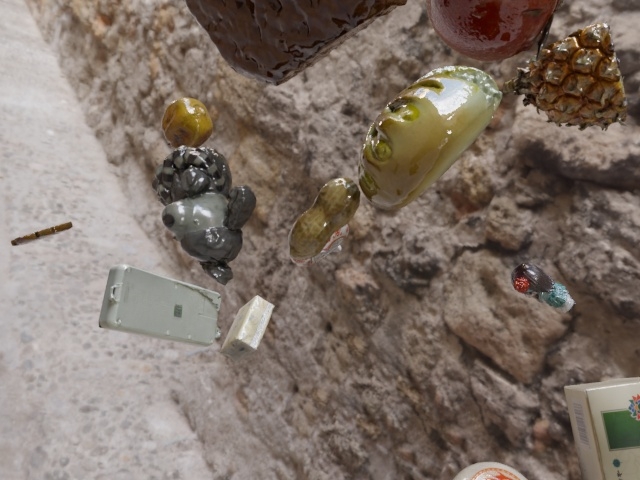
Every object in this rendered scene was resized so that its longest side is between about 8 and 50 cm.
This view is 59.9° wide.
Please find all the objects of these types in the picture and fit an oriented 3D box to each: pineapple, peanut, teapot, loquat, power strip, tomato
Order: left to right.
[{"bbox_3d":[-0.205,0.090,0.738,0.035,0.081,0.192,-7,-20,33],"label":"power strip"},{"bbox_3d":[-0.334,-0.286,1.381,0.137,0.137,0.113,31,21,24],"label":"loquat"},{"bbox_3d":[0.000,0.000,1.346,0.116,0.159,0.245,42,17,16],"label":"teapot"},{"bbox_3d":[0.005,-0.039,1.076,0.089,0.193,0.089,42,9,-9],"label":"peanut"},{"bbox_3d":[0.333,-0.492,1.083,0.309,0.309,0.170,27,32,14],"label":"tomato"},{"bbox_3d":[0.616,-0.349,1.412,0.286,0.209,0.344,-11,-20,32],"label":"pineapple"}]

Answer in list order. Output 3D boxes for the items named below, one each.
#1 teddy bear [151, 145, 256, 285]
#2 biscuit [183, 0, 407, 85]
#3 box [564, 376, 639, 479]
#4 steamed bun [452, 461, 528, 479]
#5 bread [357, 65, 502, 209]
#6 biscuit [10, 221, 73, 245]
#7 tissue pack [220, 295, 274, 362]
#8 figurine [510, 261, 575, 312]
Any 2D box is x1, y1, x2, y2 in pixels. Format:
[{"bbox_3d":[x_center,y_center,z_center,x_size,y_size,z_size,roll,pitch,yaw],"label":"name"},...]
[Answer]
[{"bbox_3d":[-0.200,-0.064,0.956,0.144,0.171,0.251,17,33,-45],"label":"teddy bear"},{"bbox_3d":[-0.068,-0.454,0.907,0.166,0.395,0.343,-43,106,-36],"label":"biscuit"},{"bbox_3d":[0.489,0.321,0.845,0.168,0.212,0.095,-7,-12,0],"label":"box"},{"bbox_3d":[0.405,0.622,1.290,0.231,0.145,0.232,-7,38,6],"label":"steamed bun"},{"bbox_3d":[0.185,-0.198,1.040,0.160,0.333,0.333,44,21,1],"label":"bread"},{"bbox_3d":[-0.617,-0.013,1.234,0.130,0.019,0.119,-21,8,-13],"label":"biscuit"},{"bbox_3d":[-0.255,0.307,1.940,0.092,0.148,0.196,36,45,-15],"label":"tissue pack"},{"bbox_3d":[0.335,0.075,0.839,0.106,0.047,0.060,29,40,-10],"label":"figurine"}]
